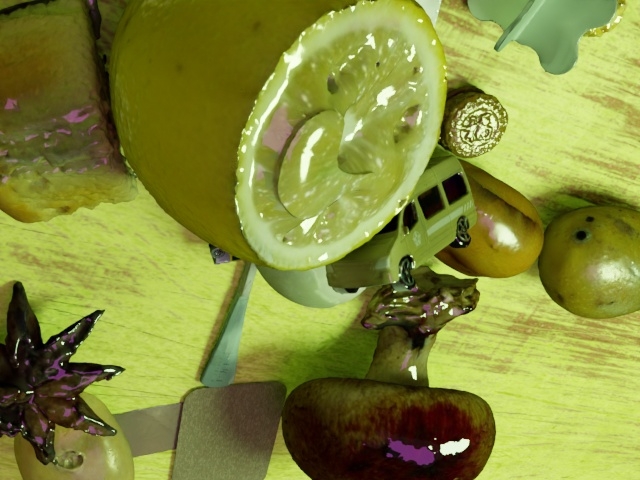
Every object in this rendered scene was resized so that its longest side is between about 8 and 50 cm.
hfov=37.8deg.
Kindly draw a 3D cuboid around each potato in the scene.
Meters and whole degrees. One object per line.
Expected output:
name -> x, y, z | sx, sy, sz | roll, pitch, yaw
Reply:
potato -> -0.371, 0.325, 1.400 | 0.150, 0.146, 0.234 | -32, 119, -36

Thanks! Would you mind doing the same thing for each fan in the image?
fan -> -0.125, 0.119, 1.410 | 0.057, 0.023, 0.282 | 5, 126, -23

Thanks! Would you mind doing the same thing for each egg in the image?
egg -> 0.000, 0.000, 1.260 | 0.183, 0.183, 0.217 | -33, 149, 6

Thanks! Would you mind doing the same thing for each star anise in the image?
star anise -> -0.392, 0.193, 1.256 | 0.271, 0.102, 0.272 | 0, 102, 0

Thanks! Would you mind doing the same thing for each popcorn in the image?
popcorn -> 0.363, -0.309, 1.236 | 0.083, 0.057, 0.082 | 3, 132, -27

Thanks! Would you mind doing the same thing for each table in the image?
table -> 0.290, -0.318, 1.143 | 0.166, 0.166, 0.198 | 13, 128, -29

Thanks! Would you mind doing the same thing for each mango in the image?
mango -> 0.222, -0.034, 1.333 | 0.236, 0.166, 0.136 | 32, 82, -27
mango -> 0.485, 0.042, 1.497 | 0.329, 0.176, 0.176 | 10, 167, -28

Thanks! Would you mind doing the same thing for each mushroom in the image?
mushroom -> 0.097, 0.252, 1.495 | 0.331, 0.356, 0.334 | -13, 168, -14

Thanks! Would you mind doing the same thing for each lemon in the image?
lemon -> -0.067, -0.162, 1.010 | 0.364, 0.364, 0.364 | -11, 130, -13

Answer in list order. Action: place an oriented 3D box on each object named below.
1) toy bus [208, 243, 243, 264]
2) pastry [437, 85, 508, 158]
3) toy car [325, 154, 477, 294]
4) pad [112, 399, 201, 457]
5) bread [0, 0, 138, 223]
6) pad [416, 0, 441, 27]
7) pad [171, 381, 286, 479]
toy bus -> -0.125, -0.021, 1.276 | 0.058, 0.052, 0.102 | -6, 129, -16
pastry -> 0.203, -0.163, 1.291 | 0.109, 0.057, 0.097 | -18, 126, -10
toy car -> 0.097, -0.024, 1.146 | 0.101, 0.256, 0.124 | -6, 104, 35
pad -> -0.285, 0.312, 1.509 | 0.187, 0.006, 0.113 | -7, 128, -16
bread -> -0.325, -0.131, 1.044 | 0.204, 0.163, 0.262 | -11, 117, 2
pad -> 0.116, -0.310, 1.113 | 0.156, 0.004, 0.232 | -34, 145, -45
pad -> -0.157, 0.338, 1.579 | 0.176, 0.002, 0.266 | -2, 127, -22
